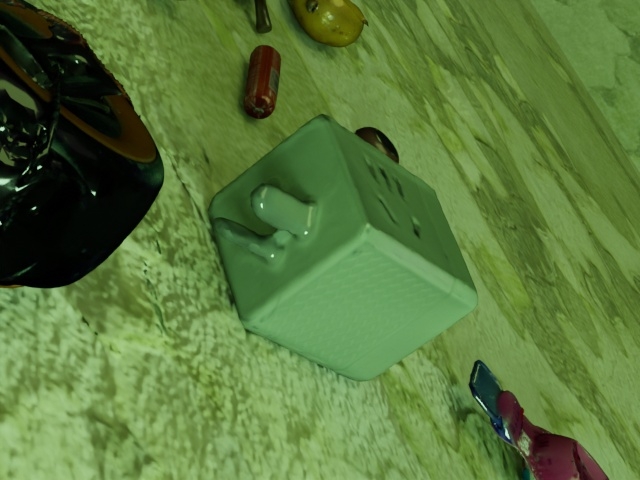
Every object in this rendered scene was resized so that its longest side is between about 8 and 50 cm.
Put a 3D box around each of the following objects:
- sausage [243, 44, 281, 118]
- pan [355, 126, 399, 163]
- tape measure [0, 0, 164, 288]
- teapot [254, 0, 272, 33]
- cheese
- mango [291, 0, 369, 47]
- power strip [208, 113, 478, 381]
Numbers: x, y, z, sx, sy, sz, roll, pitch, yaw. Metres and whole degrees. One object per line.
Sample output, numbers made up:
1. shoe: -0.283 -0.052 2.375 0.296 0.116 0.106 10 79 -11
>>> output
1. sausage: -0.059 -0.156 1.309 0.034 0.034 0.129 44 24 -23
2. pan: 0.075 -0.089 1.494 0.068 0.023 0.115 32 29 -45
3. tape measure: -0.192 -0.071 0.766 0.202 0.135 0.223 48 15 12
4. teapot: -0.079 -0.285 1.457 0.080 0.085 0.110 176 -93 -89
5. cheese: 0.223 0.221 1.272 0.244 0.062 0.155 49 21 -7
6. mango: 0.010 -0.285 1.609 0.101 0.066 0.187 44 17 -2
7. power strip: 0.000 0.000 1.047 0.224 0.139 0.140 31 32 -44
